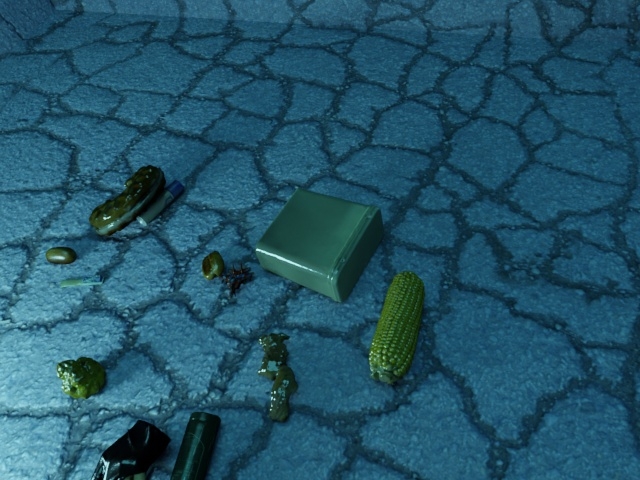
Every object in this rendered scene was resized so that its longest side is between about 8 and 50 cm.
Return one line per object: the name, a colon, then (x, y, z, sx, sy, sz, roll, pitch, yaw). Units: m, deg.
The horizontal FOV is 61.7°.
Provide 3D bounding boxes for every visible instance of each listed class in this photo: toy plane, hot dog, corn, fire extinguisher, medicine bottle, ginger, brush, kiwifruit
toy plane: (-0.306, 0.155, 1.928, 0.129, 0.061, 0.189, -4, 38, 6)
hot dog: (-0.401, 0.091, 2.003, 0.089, 0.060, 0.140, -40, 45, 8)
corn: (0.251, 0.271, 1.704, 0.143, 0.144, 0.388, 12, 53, 18)
fire extinguisher: (-0.377, 0.659, 1.539, 0.114, 0.095, 0.312, -25, 40, 37)
medicine bottle: (-0.670, -0.160, 2.245, 0.059, 0.059, 0.231, 26, 61, 26)
ginger: (-0.137, 0.420, 1.685, 0.122, 0.084, 0.290, -9, 52, -6)
brush: (-0.921, 0.157, 2.062, 0.178, 0.030, 0.033, -5, 62, 6)
kiwifruit: (-1.027, 0.060, 2.124, 0.124, 0.075, 0.075, 1, 52, 15)

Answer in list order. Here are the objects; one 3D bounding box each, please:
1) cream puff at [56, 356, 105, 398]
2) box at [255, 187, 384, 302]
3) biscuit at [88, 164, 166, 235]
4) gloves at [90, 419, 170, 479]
cream puff: (-0.791, 0.442, 1.763, 0.146, 0.116, 0.146, -7, 49, 7)
box: (0.000, 0.000, 1.936, 0.343, 0.178, 0.352, 19, 59, 24)
biscuit: (-0.772, -0.168, 2.185, 0.268, 0.115, 0.366, 7, 53, 53)
gloves: (-0.570, 0.669, 1.542, 0.197, 0.152, 0.301, -3, 62, 42)
